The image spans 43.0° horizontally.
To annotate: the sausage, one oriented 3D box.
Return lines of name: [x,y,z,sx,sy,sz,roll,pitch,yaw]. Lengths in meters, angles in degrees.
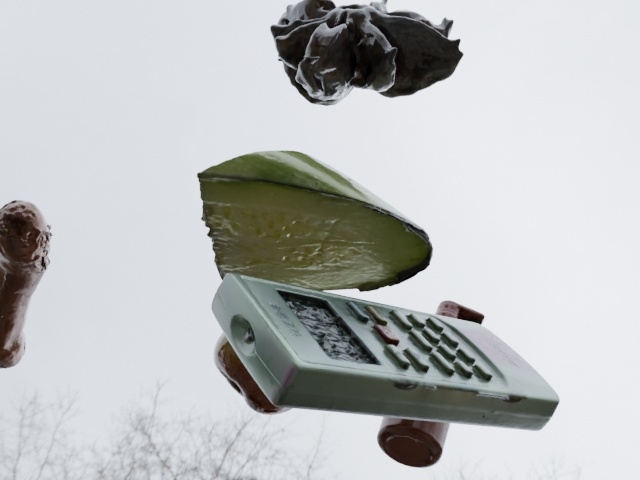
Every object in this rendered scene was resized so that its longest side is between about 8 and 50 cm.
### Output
sausage: [-0.390,0.061,1.027,0.078,0.078,0.304,29,-48,-3]

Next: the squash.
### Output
squash: [0.000,0.000,0.890,0.204,0.236,0.155,-33,-116,-17]

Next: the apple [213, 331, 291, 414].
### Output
apple: [-0.063,0.144,0.970,0.102,0.126,0.126,-40,-79,-14]

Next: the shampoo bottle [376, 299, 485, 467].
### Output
shampoo bottle: [0.144,0.172,1.048,0.086,0.244,0.085,15,-44,15]

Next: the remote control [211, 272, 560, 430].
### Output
remote control: [0.072,0.108,0.748,0.344,0.145,0.050,13,-69,-38]

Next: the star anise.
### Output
star anise: [0.051,-0.265,1.135,0.316,0.359,0.139,20,-56,20]
